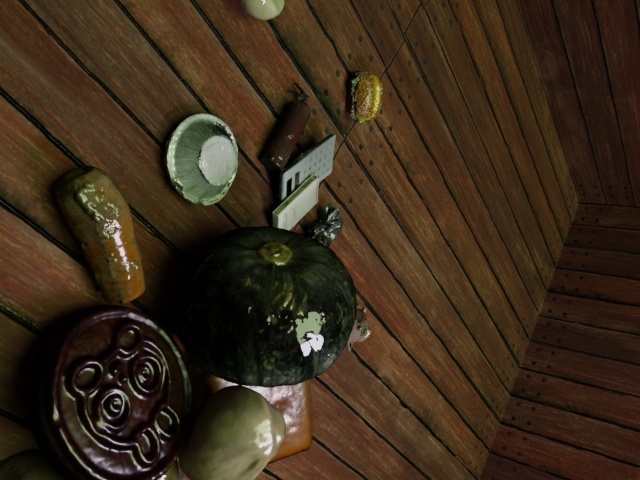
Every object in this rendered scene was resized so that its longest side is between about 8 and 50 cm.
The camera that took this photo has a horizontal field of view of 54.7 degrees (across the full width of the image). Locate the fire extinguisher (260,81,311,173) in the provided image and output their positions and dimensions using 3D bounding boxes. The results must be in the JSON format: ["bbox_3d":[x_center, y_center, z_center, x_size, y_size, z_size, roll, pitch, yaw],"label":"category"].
[{"bbox_3d":[-0.094,-0.326,1.769,0.089,0.072,0.268,28,72,-11],"label":"fire extinguisher"}]

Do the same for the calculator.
[{"bbox_3d":[-0.042,-0.201,1.836,0.261,0.021,0.161,-43,154,-36],"label":"calculator"}]

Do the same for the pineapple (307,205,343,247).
[{"bbox_3d":[0.000,0.000,1.914,0.111,0.119,0.237,26,65,-3],"label":"pineapple"}]

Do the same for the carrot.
[{"bbox_3d":[-0.465,-0.014,1.338,0.139,0.138,0.302,-40,133,-38],"label":"carrot"}]

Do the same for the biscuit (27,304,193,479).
[{"bbox_3d":[-0.428,0.334,1.335,0.407,0.091,0.407,41,38,-43],"label":"biscuit"}]

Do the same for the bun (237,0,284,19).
[{"bbox_3d":[-0.173,-0.675,1.577,0.222,0.127,0.222,-7,90,-77],"label":"bun"}]

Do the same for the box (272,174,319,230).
[{"bbox_3d":[-0.073,-0.098,1.827,0.198,0.029,0.109,-47,156,-33],"label":"box"}]

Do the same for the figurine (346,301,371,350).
[{"bbox_3d":[0.108,0.284,2.071,0.125,0.125,0.138,-38,137,-39],"label":"figurine"}]

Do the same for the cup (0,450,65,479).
[{"bbox_3d":[-0.561,0.613,1.231,0.227,0.257,0.301,22,82,-47],"label":"cup"}]

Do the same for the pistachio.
[{"bbox_3d":[-0.221,0.472,1.453,0.208,0.332,0.226,0,56,-48],"label":"pistachio"}]

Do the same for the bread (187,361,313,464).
[{"bbox_3d":[-0.185,0.456,1.691,0.323,0.143,0.333,-12,105,-34],"label":"bread"}]

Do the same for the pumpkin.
[{"bbox_3d":[-0.134,0.161,1.518,0.454,0.454,0.344,-26,134,-45],"label":"pumpkin"}]

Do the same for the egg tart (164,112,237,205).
[{"bbox_3d":[-0.281,-0.202,1.545,0.234,0.094,0.234,-9,102,-51],"label":"egg tart"}]

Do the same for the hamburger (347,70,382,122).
[{"bbox_3d":[0.146,-0.465,2.010,0.137,0.087,0.166,-1,97,-50],"label":"hamburger"}]

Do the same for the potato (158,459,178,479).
[{"bbox_3d":[-0.416,0.573,1.469,0.165,0.165,0.262,-16,102,-48],"label":"potato"}]
